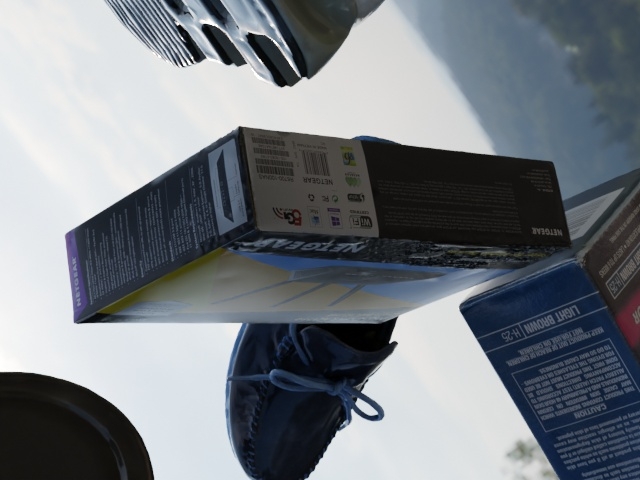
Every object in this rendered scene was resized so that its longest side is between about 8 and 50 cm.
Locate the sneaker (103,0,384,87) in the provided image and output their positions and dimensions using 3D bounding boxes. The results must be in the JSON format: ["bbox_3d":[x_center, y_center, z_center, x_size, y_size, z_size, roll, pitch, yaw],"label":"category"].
[{"bbox_3d":[-0.036,-0.162,0.674,0.122,0.146,0.330,54,167,-31],"label":"sneaker"}]

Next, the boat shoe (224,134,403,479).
[{"bbox_3d":[0.002,0.058,0.975,0.109,0.258,0.089,4,-159,-31],"label":"boat shoe"}]

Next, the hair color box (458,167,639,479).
[{"bbox_3d":[0.250,0.139,0.992,0.347,0.105,0.174,59,-141,-7],"label":"hair color box"}]

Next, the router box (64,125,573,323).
[{"bbox_3d":[0.000,0.000,0.632,0.179,0.133,0.046,3,-109,-40],"label":"router box"}]

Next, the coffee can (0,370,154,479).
[{"bbox_3d":[-0.192,0.247,0.905,0.201,0.201,0.275,-116,19,-46],"label":"coffee can"}]
